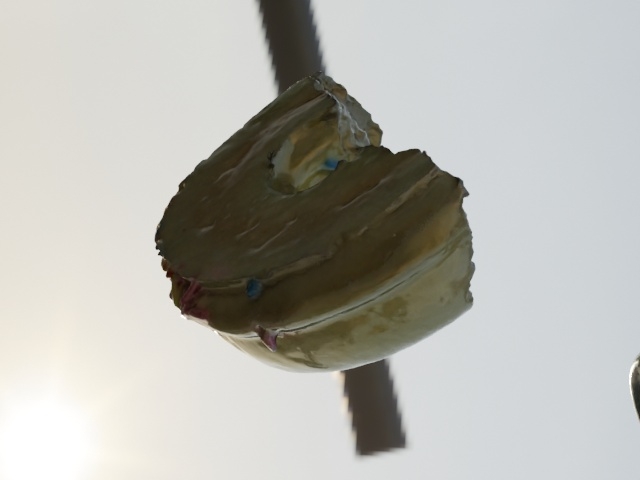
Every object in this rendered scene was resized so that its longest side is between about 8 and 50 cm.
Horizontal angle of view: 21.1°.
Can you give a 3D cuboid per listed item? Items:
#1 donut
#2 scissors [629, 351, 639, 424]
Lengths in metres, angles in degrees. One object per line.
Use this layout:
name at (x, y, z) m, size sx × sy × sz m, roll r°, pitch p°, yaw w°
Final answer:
donut at (-0.004, 0.002, 0.647) m, size 0.108 × 0.065 × 0.166 m, roll -37°, pitch -154°, yaw -1°
scissors at (0.225, 0.175, 0.583) m, size 0.256 × 0.029 × 0.383 m, roll 104°, pitch -37°, yaw -67°
